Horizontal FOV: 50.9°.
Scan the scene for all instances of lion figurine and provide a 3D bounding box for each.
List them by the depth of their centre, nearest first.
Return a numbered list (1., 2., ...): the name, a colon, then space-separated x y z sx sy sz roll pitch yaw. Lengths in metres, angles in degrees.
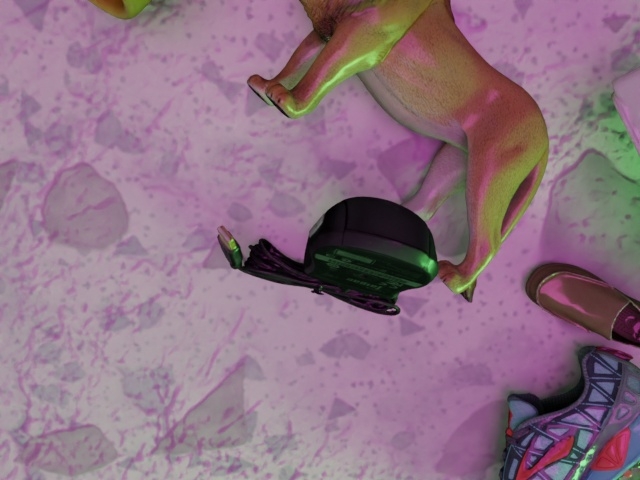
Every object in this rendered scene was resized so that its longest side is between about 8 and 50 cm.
1. lion figurine: 0.098 -0.144 0.605 0.240 0.142 0.392 -44 111 0

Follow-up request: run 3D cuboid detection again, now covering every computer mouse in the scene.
1. computer mouse: 0.000 0.000 0.575 0.184 0.262 0.060 16 76 2

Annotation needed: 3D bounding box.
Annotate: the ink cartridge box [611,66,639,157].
1. ink cartridge box: 0.426 -0.095 0.527 0.307 0.129 0.223 -26 85 26

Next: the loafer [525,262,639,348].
1. loafer: 0.277 0.066 0.667 0.148 0.050 0.056 20 100 -3

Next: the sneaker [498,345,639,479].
1. sneaker: 0.227 0.214 0.687 0.125 0.104 0.262 43 94 11

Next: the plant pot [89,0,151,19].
1. plant pot: -0.162 -0.346 0.511 0.254 0.254 0.239 42 84 -7
